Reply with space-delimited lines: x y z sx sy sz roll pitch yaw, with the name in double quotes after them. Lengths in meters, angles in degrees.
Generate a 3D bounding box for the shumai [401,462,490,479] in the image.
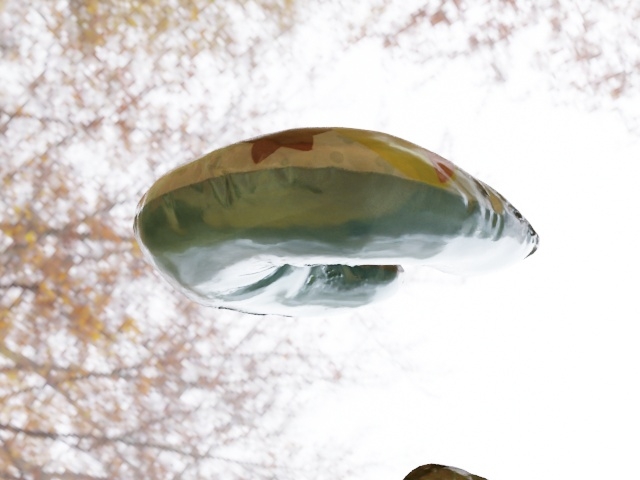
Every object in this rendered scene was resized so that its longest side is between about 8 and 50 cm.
0.053 0.150 0.635 0.083 0.080 0.082 -17 -124 -37 "shumai"

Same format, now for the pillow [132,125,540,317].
0.000 0.000 0.843 0.233 0.214 0.086 -23 -124 47 "pillow"
